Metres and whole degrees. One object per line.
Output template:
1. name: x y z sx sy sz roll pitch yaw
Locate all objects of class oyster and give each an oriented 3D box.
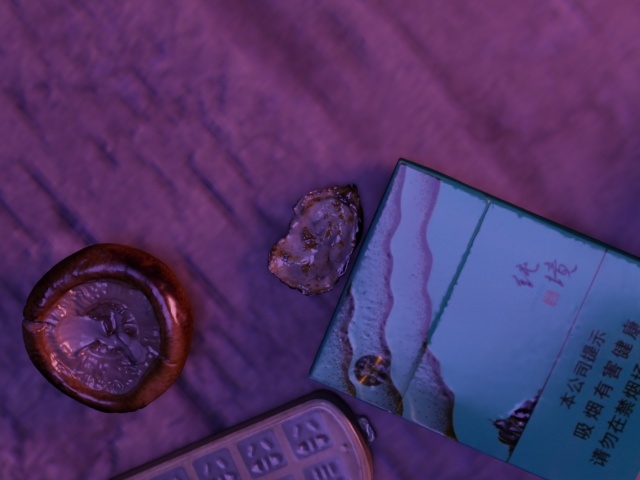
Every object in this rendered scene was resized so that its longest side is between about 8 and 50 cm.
1. oyster: 0.001 -0.003 0.669 0.054 0.019 0.083 31 102 3

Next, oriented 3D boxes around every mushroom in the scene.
1. mushroom: -0.145 0.061 0.678 0.123 0.052 0.123 3 104 11

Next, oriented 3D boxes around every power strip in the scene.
1. power strip: -0.067 0.178 0.696 0.226 0.029 0.080 -25 94 10

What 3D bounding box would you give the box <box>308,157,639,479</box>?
1. box: 0.125 0.062 0.651 0.226 0.042 0.161 24 99 2
